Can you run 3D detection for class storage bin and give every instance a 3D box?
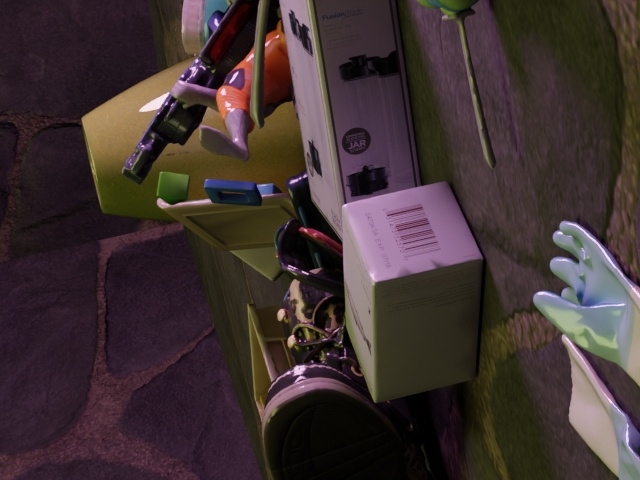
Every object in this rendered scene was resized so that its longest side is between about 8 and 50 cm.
[{"bbox_3d":[-0.011,0.254,2.290,0.262,0.123,0.260,90,164,-53],"label":"storage bin"}]

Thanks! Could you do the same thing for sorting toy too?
[{"bbox_3d":[-0.086,-0.033,2.041,0.348,0.196,0.047,41,-128,-63],"label":"sorting toy"}]

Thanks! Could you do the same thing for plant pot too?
[{"bbox_3d":[-0.172,-0.135,2.189,0.275,0.294,0.274,168,90,-81],"label":"plant pot"}]

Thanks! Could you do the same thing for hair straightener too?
[{"bbox_3d":[0.035,0.067,1.610,0.047,0.089,0.230,23,174,39],"label":"hair straightener"}]

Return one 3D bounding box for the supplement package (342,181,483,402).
[{"bbox_3d":[0.084,0.050,1.480,0.179,0.105,0.105,87,166,-48],"label":"supplement package"}]

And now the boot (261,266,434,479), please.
[{"bbox_3d":[0.018,0.155,1.734,0.377,0.138,0.284,47,-158,-51],"label":"boot"}]

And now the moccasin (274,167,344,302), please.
[{"bbox_3d":[0.000,0.000,1.883,0.342,0.117,0.137,90,165,-54],"label":"moccasin"}]

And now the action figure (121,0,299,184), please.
[{"bbox_3d":[-0.080,-0.166,1.864,0.341,0.179,0.330,-54,14,11],"label":"action figure"}]

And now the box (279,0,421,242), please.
[{"bbox_3d":[0.026,-0.160,1.597,0.169,0.087,0.289,-126,25,-68],"label":"box"}]

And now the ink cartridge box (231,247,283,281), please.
[{"bbox_3d":[-0.122,-0.040,2.432,0.159,0.092,0.218,36,-176,-19],"label":"ink cartridge box"}]

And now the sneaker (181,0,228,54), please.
[{"bbox_3d":[-0.102,-0.387,2.077,0.108,0.121,0.302,-25,-59,-78],"label":"sneaker"}]

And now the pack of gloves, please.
[{"bbox_3d":[0.193,0.106,1.085,0.232,0.046,0.195,-120,20,-62],"label":"pack of gloves"}]

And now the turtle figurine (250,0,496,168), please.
[{"bbox_3d":[0.027,-0.223,1.171,0.274,0.198,0.266,96,163,-53],"label":"turtle figurine"}]
